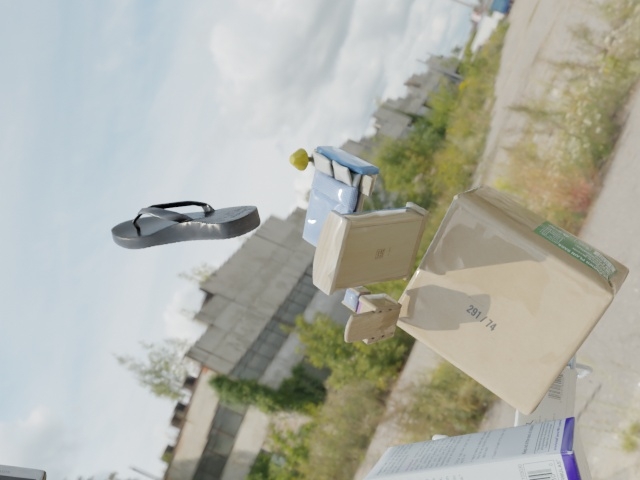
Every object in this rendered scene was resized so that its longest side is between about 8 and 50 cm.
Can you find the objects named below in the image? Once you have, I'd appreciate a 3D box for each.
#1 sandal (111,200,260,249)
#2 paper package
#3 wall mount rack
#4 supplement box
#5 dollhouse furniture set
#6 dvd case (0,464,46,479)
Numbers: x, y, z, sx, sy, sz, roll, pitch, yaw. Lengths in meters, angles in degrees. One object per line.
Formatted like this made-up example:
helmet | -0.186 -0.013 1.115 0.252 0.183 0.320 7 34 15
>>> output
sandal | -0.199 -0.034 1.112 0.097 0.254 0.055 -42 -59 -55
paper package | 0.342 0.100 1.419 0.168 0.325 0.310 -27 -33 -55
wall mount rack | 0.414 0.348 1.627 0.130 0.304 0.350 96 -174 -70
supplement box | 0.171 0.271 0.806 0.114 0.220 0.111 -16 -89 -70
dollhouse furniture set | 0.000 0.000 1.408 0.198 0.303 0.286 -6 -61 -40
dvd case | -0.472 0.396 0.973 0.030 0.179 0.239 108 168 -45
